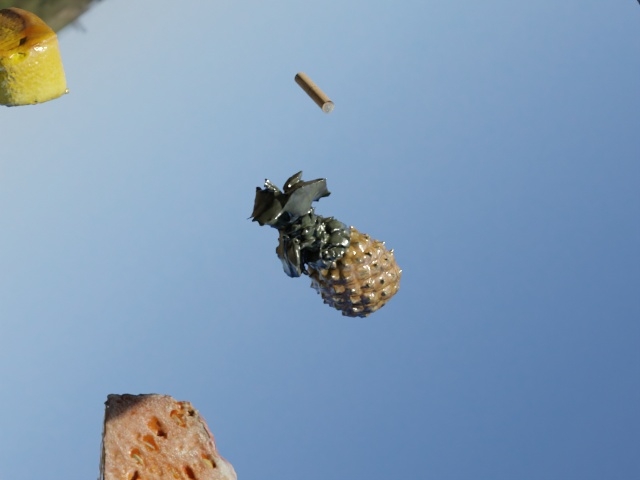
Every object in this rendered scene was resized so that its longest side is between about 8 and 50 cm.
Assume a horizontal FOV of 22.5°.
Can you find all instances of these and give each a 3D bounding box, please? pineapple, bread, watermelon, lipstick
[{"bbox_3d":[0.000,0.000,2.034,0.111,0.237,0.119,-7,-126,40],"label":"pineapple"},{"bbox_3d":[-0.380,-0.225,1.949,0.102,0.094,0.245,-17,-159,-18],"label":"bread"},{"bbox_3d":[-0.196,0.307,1.944,0.193,0.256,0.140,-8,157,-19],"label":"watermelon"},{"bbox_3d":[-0.009,-0.195,2.113,0.019,0.019,0.094,-36,-141,-3],"label":"lipstick"}]

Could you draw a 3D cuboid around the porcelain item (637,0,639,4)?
[{"bbox_3d":[0.350,-0.242,1.591,0.084,0.213,0.054,7,-107,42],"label":"porcelain item"}]
